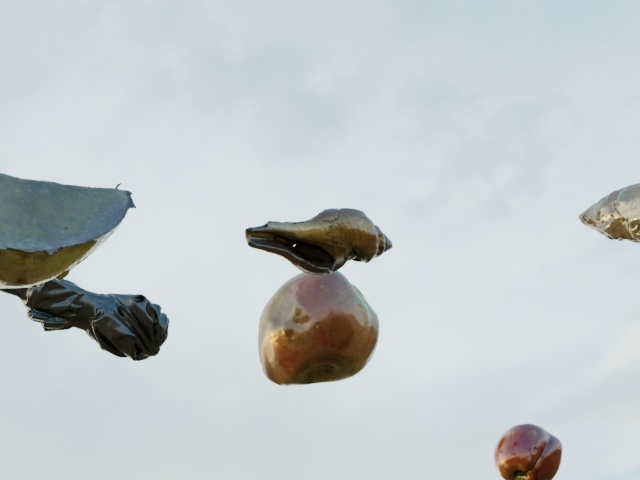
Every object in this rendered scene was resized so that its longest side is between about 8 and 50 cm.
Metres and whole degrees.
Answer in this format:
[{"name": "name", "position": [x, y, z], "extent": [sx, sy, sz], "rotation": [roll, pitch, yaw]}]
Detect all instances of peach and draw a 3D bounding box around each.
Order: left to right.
[{"name": "peach", "position": [-0.011, 0.171, 1.771], "extent": [0.235, 0.214, 0.214], "rotation": [-39, -37, 13]}, {"name": "peach", "position": [0.307, 0.315, 1.436], "extent": [0.100, 0.101, 0.101], "rotation": [-10, -31, -6]}]

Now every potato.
[{"name": "potato", "position": [-0.307, -0.001, 0.972], "extent": [0.243, 0.138, 0.098], "rotation": [10, -54, -30]}]

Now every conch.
[{"name": "conch", "position": [0.000, 0.003, 1.309], "extent": [0.232, 0.086, 0.080], "rotation": [-12, 2, -25]}]

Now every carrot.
[{"name": "carrot", "position": [0.385, -0.039, 1.054], "extent": [0.101, 0.102, 0.263], "rotation": [10, -13, -34]}]

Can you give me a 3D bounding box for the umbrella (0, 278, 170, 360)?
[{"name": "umbrella", "position": [-0.417, 0.106, 1.613], "extent": [0.340, 0.118, 0.118], "rotation": [23, -41, -11]}]
